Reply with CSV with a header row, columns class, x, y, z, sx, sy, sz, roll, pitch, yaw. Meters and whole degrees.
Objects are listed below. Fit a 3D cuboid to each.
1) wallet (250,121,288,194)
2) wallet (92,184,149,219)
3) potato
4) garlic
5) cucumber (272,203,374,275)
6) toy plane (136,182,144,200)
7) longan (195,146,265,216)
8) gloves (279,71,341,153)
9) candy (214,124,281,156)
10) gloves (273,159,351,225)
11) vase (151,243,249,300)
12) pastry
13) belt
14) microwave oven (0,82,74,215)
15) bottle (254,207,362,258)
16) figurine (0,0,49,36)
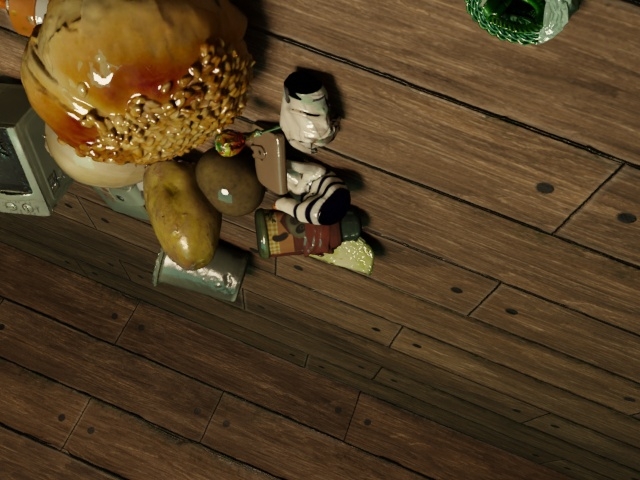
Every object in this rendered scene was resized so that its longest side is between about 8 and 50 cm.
class,x,y,z,sx,sy,sz,roll,pitch,yaw
wallet,-0.118,-0.189,1.287,0.118,0.039,0.152,33,138,43
wallet,-0.669,-0.183,1.807,0.252,0.083,0.360,19,156,22
potato,-0.354,-0.051,1.471,0.229,0.266,0.229,-8,152,-4
garlic,-0.560,-0.275,1.429,0.313,0.249,0.286,39,112,-14
cucumber,0.001,-0.003,1.561,0.325,0.145,0.105,19,-169,3
toy plane,-0.450,-0.119,1.700,0.245,0.117,0.244,20,155,9
longan,-0.224,-0.149,1.398,0.187,0.167,0.167,32,153,-12
gloves,-0.028,-0.240,1.138,0.127,0.111,0.212,12,144,12
candy,-0.136,-0.224,1.179,0.060,0.201,0.060,31,134,38
gloves,-0.030,-0.124,1.342,0.219,0.131,0.140,42,130,46
vase,-0.406,0.089,1.938,0.291,0.245,0.245,18,154,-3
pastry,-0.305,-0.282,0.991,0.245,0.409,0.409,66,153,9
belt,0.269,-0.326,0.751,0.151,0.079,0.121,26,154,-6
microwave oven,-0.829,-0.249,1.541,0.181,0.237,0.295,5,135,3
bottle,-0.031,-0.036,1.436,0.271,0.143,0.156,-6,112,-7
figurine,-0.508,-0.444,1.112,0.271,0.143,0.143,28,154,-5
